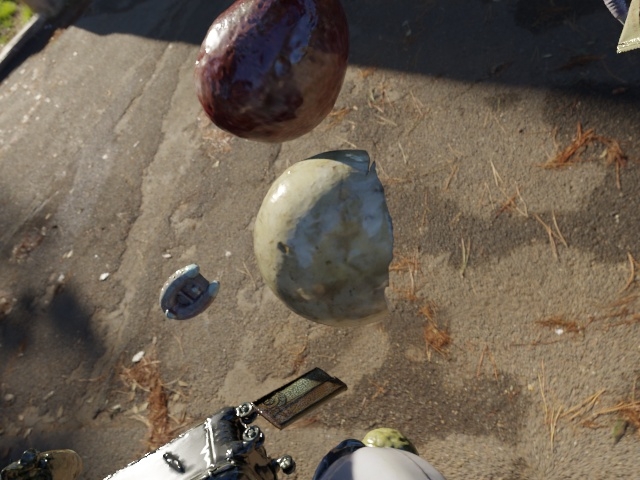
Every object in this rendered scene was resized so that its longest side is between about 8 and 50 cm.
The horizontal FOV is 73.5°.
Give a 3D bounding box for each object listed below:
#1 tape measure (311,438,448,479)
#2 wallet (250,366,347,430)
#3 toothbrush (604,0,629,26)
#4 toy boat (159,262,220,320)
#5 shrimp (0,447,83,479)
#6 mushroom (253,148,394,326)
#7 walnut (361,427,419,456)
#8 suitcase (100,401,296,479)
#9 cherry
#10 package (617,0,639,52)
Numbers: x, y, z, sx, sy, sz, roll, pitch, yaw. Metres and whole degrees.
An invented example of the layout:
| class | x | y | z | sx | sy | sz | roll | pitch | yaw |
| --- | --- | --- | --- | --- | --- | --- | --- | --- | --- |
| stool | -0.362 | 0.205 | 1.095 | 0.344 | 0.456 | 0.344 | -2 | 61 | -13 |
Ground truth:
| class | x | y | z | sx | sy | sz | roll | pitch | yaw |
| --- | --- | --- | --- | --- | --- | --- | --- | --- | --- |
| tape measure | 0.047 | 0.282 | 0.365 | 0.236 | 0.120 | 0.196 | 10 | 80 | 65 |
| wallet | -0.056 | 0.412 | 1.143 | 0.133 | 0.243 | 0.038 | 16 | 112 | 43 |
| toothbrush | 0.451 | -0.380 | 0.667 | 0.029 | 0.354 | 0.024 | -46 | 12 | -31 |
| toy boat | -0.425 | 0.178 | 1.355 | 0.227 | 0.155 | 0.085 | -39 | 20 | 28 |
| shrimp | -0.581 | 0.507 | 0.808 | 0.085 | 0.445 | 0.272 | 38 | 48 | 4 |
| mushroom | 0.000 | 0.000 | 0.623 | 0.189 | 0.253 | 0.195 | -6 | 13 | -2 |
| walnut | 0.095 | 0.310 | 0.605 | 0.092 | 0.092 | 0.092 | -12 | 58 | 21 |
| suitcase | -0.264 | 0.534 | 0.827 | 0.434 | 0.282 | 0.194 | -27 | 32 | -7 |
| cherry | -0.067 | -0.269 | 0.660 | 0.203 | 0.230 | 0.300 | 53 | 126 | 17 |
| package | 0.299 | -0.214 | 0.380 | 0.059 | 0.029 | 0.083 | -167 | 86 | -65 |
